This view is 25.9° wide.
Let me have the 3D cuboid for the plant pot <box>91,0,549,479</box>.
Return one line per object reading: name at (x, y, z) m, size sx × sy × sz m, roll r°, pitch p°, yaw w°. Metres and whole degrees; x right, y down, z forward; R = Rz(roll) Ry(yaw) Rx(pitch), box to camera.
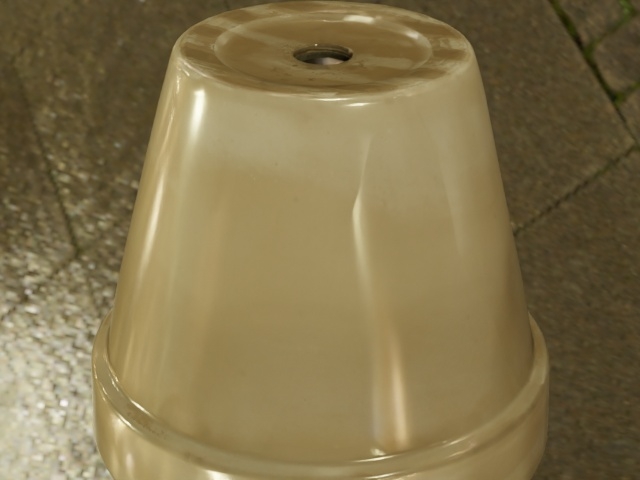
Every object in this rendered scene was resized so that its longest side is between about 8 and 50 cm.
plant pot at (0.000, 0.000, 0.929) m, size 0.323 × 0.323 × 0.280 m, roll 23°, pitch 125°, yaw 38°
